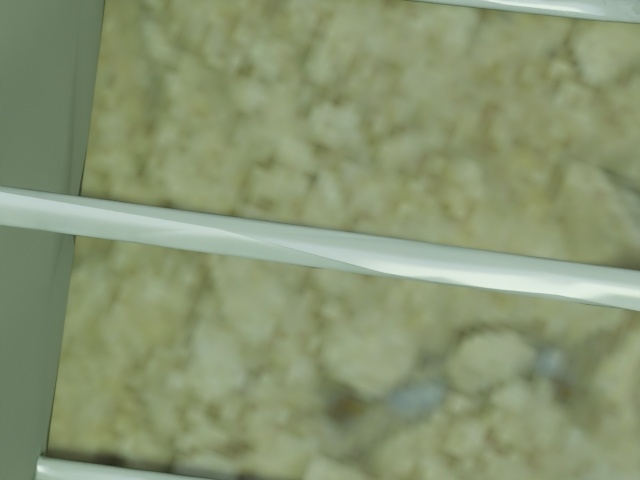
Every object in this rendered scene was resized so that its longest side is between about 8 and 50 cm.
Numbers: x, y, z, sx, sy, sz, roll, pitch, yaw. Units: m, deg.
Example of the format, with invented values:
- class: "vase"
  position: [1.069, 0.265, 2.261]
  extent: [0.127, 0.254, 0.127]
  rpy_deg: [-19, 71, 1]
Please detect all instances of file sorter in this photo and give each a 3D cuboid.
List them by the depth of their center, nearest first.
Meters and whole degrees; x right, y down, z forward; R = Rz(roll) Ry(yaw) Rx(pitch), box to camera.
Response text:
- class: "file sorter"
  position: [0.000, 0.000, 0.395]
  extent: [0.173, 0.193, 0.278]
  rpy_deg: [7, 90, 2]
